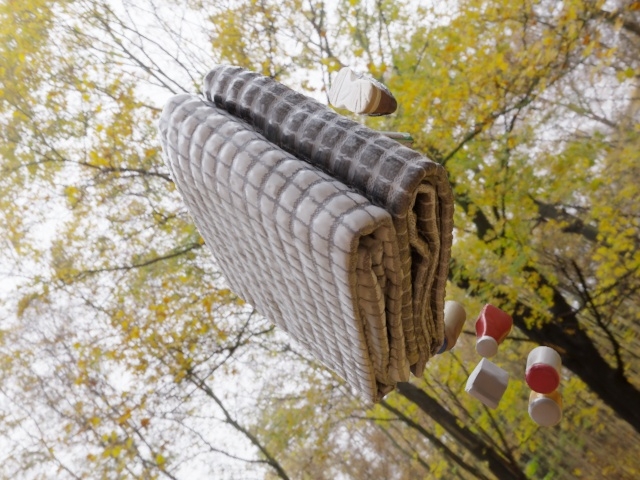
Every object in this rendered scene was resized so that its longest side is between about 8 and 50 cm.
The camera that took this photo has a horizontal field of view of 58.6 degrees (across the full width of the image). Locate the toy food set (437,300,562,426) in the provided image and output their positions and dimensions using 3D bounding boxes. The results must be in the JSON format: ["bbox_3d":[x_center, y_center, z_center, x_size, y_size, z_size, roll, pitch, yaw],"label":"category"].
[{"bbox_3d":[0.199,0.153,0.703,0.111,0.232,0.104,-62,-13,26],"label":"toy food set"}]

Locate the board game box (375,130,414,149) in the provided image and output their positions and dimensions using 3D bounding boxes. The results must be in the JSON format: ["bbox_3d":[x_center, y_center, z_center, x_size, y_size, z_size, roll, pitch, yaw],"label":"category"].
[{"bbox_3d":[0.061,-0.182,1.461,0.318,0.046,0.213,0,-52,-18],"label":"board game box"}]

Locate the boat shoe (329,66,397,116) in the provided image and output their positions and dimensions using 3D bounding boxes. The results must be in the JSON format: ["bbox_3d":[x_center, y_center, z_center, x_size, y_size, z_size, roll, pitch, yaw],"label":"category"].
[{"bbox_3d":[0.101,-0.356,1.406,0.093,0.285,0.102,18,-75,-24],"label":"boat shoe"}]

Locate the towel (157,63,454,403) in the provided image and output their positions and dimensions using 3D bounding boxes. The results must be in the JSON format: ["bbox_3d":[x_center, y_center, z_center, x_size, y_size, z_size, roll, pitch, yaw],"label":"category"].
[{"bbox_3d":[0.000,0.000,0.516,0.121,0.235,0.283,-44,-33,-21],"label":"towel"}]
